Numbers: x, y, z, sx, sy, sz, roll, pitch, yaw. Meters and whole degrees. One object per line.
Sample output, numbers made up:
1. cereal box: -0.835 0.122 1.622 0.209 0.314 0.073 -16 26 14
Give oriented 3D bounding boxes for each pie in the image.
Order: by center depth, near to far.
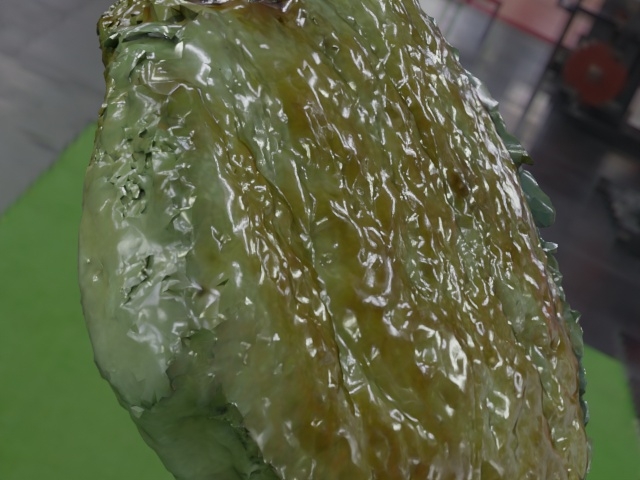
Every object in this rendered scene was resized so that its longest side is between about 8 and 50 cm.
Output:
1. pie: 0.004 0.023 1.021 0.395 0.180 0.418 53 26 -27
